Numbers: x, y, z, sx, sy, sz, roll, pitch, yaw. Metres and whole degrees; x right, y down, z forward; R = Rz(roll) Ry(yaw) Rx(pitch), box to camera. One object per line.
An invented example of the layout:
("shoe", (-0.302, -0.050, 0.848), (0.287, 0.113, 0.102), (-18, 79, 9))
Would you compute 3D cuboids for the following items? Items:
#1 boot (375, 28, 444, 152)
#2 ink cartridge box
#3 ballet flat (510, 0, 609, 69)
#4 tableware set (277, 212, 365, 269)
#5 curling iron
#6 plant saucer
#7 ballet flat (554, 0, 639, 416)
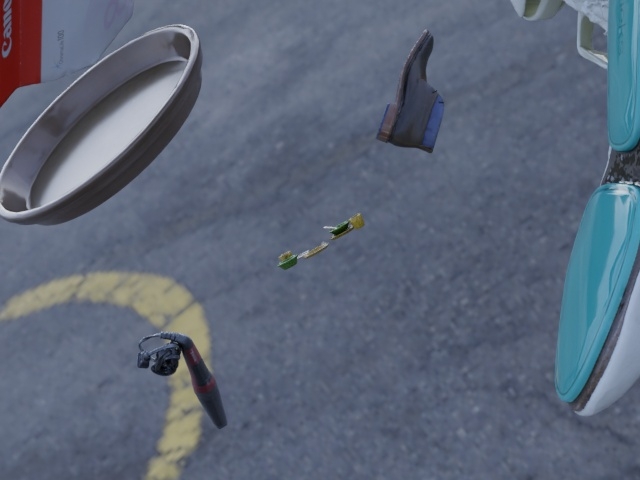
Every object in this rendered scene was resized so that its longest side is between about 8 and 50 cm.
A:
("boot", (0.184, -0.261, 2.468), (0.082, 0.106, 0.219), (101, -169, -84))
("ink cartridge box", (-0.230, -0.220, 1.231), (0.066, 0.189, 0.232), (16, 46, 4))
("ballet flat", (0.277, -0.267, 1.466), (0.147, 0.147, 0.409), (-42, 57, -12))
("tableware set", (0.000, 0.000, 2.187), (0.154, 0.024, 0.104), (-28, 6, 4))
("curling iron", (-0.156, 0.172, 1.683), (0.068, 0.274, 0.035), (-7, 63, 11))
("plant saucer", (-0.224, -0.115, 1.434), (0.278, 0.041, 0.278), (-31, 30, 21))
("ballet flat", (0.285, -0.048, 1.119), (0.139, 0.139, 0.400), (12, 95, 58))
